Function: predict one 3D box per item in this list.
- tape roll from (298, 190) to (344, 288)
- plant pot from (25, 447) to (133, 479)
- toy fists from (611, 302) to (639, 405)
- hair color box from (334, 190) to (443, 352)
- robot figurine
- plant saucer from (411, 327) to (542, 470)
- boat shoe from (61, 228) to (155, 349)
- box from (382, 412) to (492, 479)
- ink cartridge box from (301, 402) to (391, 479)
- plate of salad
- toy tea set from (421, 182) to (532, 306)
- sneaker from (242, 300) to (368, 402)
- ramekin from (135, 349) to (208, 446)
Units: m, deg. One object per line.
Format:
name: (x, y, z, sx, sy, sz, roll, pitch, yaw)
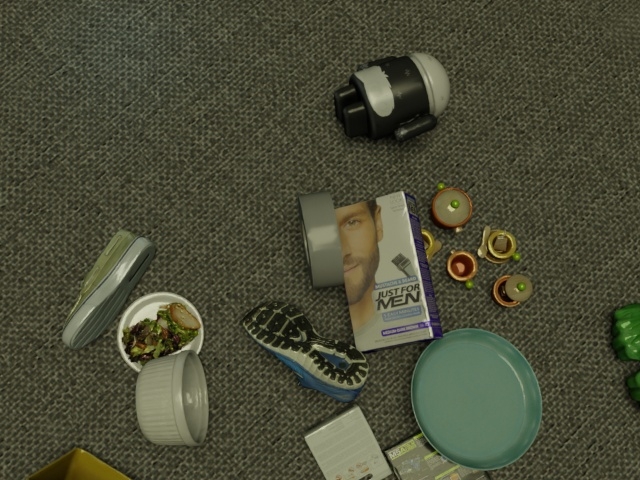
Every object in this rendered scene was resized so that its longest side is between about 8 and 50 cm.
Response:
tape roll: (0.000, 0.000, 1.718, 0.072, 0.219, 0.219, -9, 79, -3)
plant pot: (-0.509, 0.593, 1.578, 0.212, 0.212, 0.187, 28, 97, 9)
toy fists: (0.767, 0.282, 1.764, 0.142, 0.096, 0.279, -13, 78, -15)
hair color box: (0.151, 0.075, 1.737, 0.185, 0.110, 0.339, -15, 77, 20)
robot figurine: (0.175, -0.343, 1.825, 0.278, 0.173, 0.209, -21, 98, -7)
plant saucer: (0.350, 0.359, 1.723, 0.317, 0.044, 0.317, 4, 69, -12)
boat shoe: (-0.500, 0.110, 1.742, 0.094, 0.109, 0.302, 27, 69, 18)
box: (0.266, 0.516, 1.714, 0.191, 0.045, 0.184, -27, 78, -8)
ink cartridge box: (0.061, 0.482, 1.723, 0.145, 0.045, 0.179, -27, 99, -8)
plate of salad: (-0.369, 0.216, 1.743, 0.200, 0.048, 0.200, 1, 79, -3)
toy tea set: (0.361, 0.017, 1.780, 0.336, 0.124, 0.200, 31, 78, 4)
sneaker: (-0.046, 0.262, 1.705, 0.330, 0.147, 0.130, 33, 51, 25)
ramekin: (-0.322, 0.346, 1.643, 0.109, 0.207, 0.207, -8, 79, 4)
